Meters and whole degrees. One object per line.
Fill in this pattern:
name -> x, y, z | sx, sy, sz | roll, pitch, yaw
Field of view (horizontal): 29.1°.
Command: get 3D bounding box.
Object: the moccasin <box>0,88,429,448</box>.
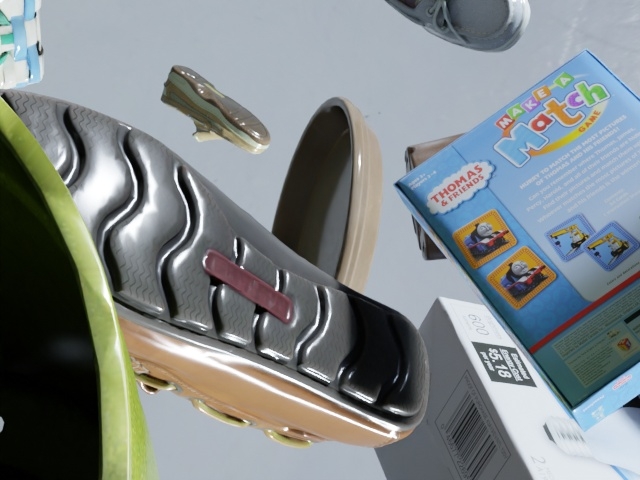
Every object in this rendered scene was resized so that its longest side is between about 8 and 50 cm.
moccasin -> -0.098, 0.033, 0.788 | 0.147, 0.380, 0.139 | -25, 51, 38

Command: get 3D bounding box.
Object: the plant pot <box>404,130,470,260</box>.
plant pot -> 0.180, -0.052, 1.316 | 0.165, 0.167, 0.167 | -9, 95, 0

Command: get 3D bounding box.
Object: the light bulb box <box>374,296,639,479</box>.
light bulb box -> 0.296, 0.285, 1.477 | 0.361, 0.358, 0.225 | 11, 123, -27

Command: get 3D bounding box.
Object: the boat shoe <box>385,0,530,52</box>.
boat shoe -> 0.114, -0.337, 1.532 | 0.320, 0.103, 0.118 | 41, 115, 19

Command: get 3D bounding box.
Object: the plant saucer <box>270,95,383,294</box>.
plant saucer -> 0.000, 0.000, 1.188 | 0.041, 0.278, 0.277 | 13, 97, -15

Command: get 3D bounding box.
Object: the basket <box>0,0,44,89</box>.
basket -> -0.405, -0.241, 1.134 | 0.289, 0.201, 0.254 | -7, 123, -21

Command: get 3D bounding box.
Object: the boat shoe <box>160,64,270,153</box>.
boat shoe -> -0.148, -0.165, 1.705 | 0.190, 0.068, 0.072 | 41, 110, 28

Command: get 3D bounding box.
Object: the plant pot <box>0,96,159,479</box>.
plant pot -> -0.217, 0.136, 0.533 | 0.367, 0.353, 0.366 | -2, 69, 6

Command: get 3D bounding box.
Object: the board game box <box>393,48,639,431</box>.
board game box -> 0.165, -0.009, 0.769 | 0.160, 0.039, 0.211 | -35, 52, 1
